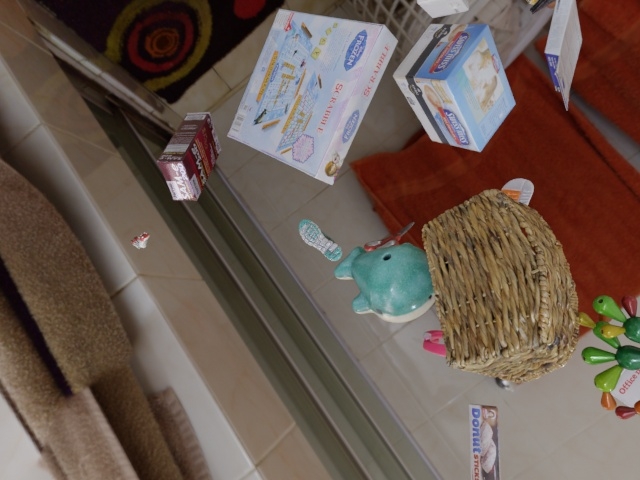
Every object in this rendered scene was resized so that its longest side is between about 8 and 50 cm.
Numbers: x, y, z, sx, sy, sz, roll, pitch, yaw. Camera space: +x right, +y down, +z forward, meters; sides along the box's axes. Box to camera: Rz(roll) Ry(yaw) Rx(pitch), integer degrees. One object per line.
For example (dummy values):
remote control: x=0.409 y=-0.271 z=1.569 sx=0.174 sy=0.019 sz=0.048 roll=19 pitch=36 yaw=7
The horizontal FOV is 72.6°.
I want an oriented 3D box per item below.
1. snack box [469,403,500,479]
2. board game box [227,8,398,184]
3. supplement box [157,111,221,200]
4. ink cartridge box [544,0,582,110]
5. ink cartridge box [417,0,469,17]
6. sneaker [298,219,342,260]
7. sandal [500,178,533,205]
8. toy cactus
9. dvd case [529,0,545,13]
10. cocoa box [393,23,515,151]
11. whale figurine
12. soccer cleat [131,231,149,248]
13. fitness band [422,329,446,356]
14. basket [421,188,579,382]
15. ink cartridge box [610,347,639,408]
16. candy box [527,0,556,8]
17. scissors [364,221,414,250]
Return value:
snack box: x=0.382 y=0.478 z=1.015 sx=0.064 sy=0.178 sz=0.022 roll=-5 pitch=165 yaw=29
board game box: x=-0.035 y=-0.324 z=0.957 sx=0.066 sy=0.318 sz=0.319 roll=14 pitch=104 yaw=-52
supplement box: x=-0.348 y=-0.232 z=1.185 sx=0.073 sy=0.239 sz=0.130 roll=1 pitch=136 yaw=9
ink cartridge box: x=0.665 y=-0.507 z=1.200 sx=0.223 sy=0.045 sz=0.224 roll=20 pitch=82 yaw=-53
ink cartridge box: x=0.248 y=-0.586 z=0.895 sx=0.086 sy=0.203 sz=0.148 roll=0 pitch=-167 yaw=28
sneaker: x=0.000 y=0.000 z=1.359 sx=0.065 sy=0.166 sz=0.076 roll=-46 pitch=173 yaw=7
sandal: x=0.678 y=-0.097 z=1.579 sx=0.076 sy=0.102 sz=0.265 roll=16 pitch=97 yaw=-65
toy cactus: x=0.492 y=0.175 z=0.648 sx=0.112 sy=0.219 sz=0.180 roll=-19 pitch=-177 yaw=-40
dvd case: x=0.483 y=-0.487 z=0.791 sx=0.164 sy=0.018 sz=0.221 roll=-26 pitch=-172 yaw=21
cocoa box: x=0.457 y=-0.506 z=1.462 sx=0.231 sy=0.228 sz=0.347 roll=-53 pitch=133 yaw=-5
whale figurine: x=0.137 y=0.069 z=0.993 sx=0.216 sy=0.272 sz=0.141 roll=-45 pitch=129 yaw=-17
soccer cleat: x=-0.477 y=0.002 z=1.171 sx=0.083 sy=0.036 sz=0.029 roll=-16 pitch=-149 yaw=38
fitness band: x=0.451 y=0.342 z=1.423 sx=0.291 sy=0.209 sz=0.054 roll=13 pitch=85 yaw=-62
basket: x=0.348 y=0.081 z=0.784 sx=0.223 sy=0.299 sz=0.213 roll=22 pitch=141 yaw=-34
ink cartridge box: x=0.762 y=0.334 z=0.942 sx=0.082 sy=0.190 sz=0.140 roll=14 pitch=108 yaw=-52
candy box: x=0.696 y=-0.770 z=1.254 sx=0.109 sy=0.053 sz=0.187 roll=-4 pitch=157 yaw=-24
scissors: x=0.270 y=-0.011 z=1.496 sx=0.297 sy=0.021 sz=0.109 roll=-22 pitch=-161 yaw=-37
